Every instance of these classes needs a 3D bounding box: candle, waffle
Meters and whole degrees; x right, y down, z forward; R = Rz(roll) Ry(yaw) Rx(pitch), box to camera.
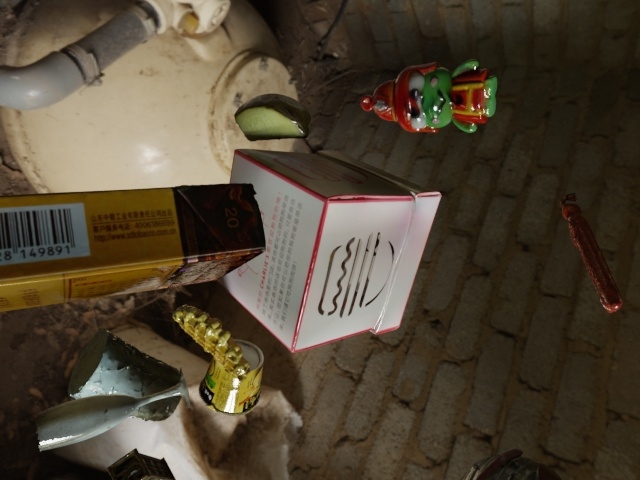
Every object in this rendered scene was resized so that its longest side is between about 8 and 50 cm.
[{"bbox_3d":[0.629,0.024,1.123,0.051,0.048,0.329,51,30,-43],"label":"candle"},{"bbox_3d":[-0.221,0.212,0.987,0.046,0.161,0.192,-45,115,-33],"label":"waffle"}]

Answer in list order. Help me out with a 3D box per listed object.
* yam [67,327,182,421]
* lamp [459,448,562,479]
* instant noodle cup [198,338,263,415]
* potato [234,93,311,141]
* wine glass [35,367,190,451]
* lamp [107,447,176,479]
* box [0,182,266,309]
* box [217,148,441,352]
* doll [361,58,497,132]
[{"bbox_3d":[-0.633,0.450,1.570,0.348,0.241,0.241,45,61,-39],"label":"yam"},{"bbox_3d":[0.319,0.481,0.771,0.233,0.233,0.265,44,58,-55],"label":"lamp"},{"bbox_3d":[-0.203,0.314,1.129,0.151,0.151,0.122,-21,132,-55],"label":"instant noodle cup"},{"bbox_3d":[-0.075,-0.256,0.918,0.120,0.149,0.081,-59,138,-33],"label":"potato"},{"bbox_3d":[-0.292,0.240,0.687,0.198,0.066,0.066,-11,113,-25],"label":"wine glass"},{"bbox_3d":[-0.517,0.688,1.406,0.089,0.090,0.325,-32,157,-18],"label":"lamp"},{"bbox_3d":[-0.315,0.015,0.709,0.415,0.264,0.115,-8,79,-28],"label":"box"},{"bbox_3d":[0.000,0.000,0.979,0.300,0.312,0.314,-6,117,-42],"label":"box"},{"bbox_3d":[0.282,-0.383,1.291,0.160,0.363,0.182,-53,140,-54],"label":"doll"}]
